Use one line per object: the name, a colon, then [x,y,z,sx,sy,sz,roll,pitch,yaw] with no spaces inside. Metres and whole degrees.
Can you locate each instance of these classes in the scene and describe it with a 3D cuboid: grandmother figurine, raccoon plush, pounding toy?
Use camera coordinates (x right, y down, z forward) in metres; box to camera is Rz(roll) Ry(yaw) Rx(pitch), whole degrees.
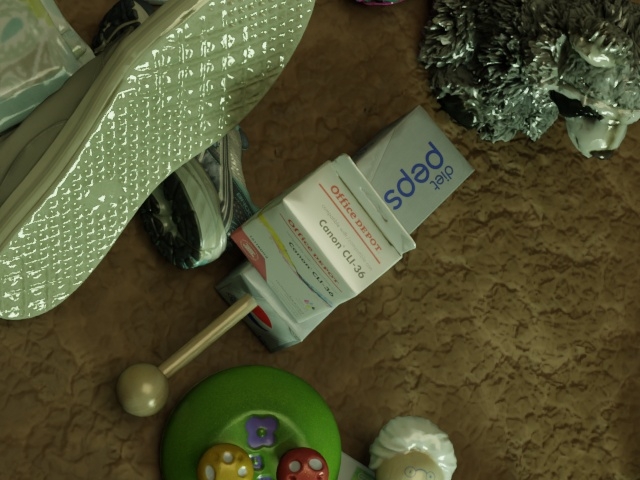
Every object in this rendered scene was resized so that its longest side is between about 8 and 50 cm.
grandmother figurine: [0.075,0.346,1.598,0.208,0.104,0.342,16,76,-28]
raccoon plush: [0.235,-0.297,1.711,0.216,0.299,0.446,-21,88,-25]
pounding toy: [-0.074,0.196,1.549,0.183,0.110,0.237,-32,100,-7]

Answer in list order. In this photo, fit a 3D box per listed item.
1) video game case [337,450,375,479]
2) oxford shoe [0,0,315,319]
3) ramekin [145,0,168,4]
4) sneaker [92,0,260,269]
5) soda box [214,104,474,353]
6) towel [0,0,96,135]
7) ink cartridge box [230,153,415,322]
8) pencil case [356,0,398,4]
video game case: [0.055,0.352,1.653,0.212,0.023,0.193,34,68,-14]
oxford shoe: [-0.187,-0.122,1.493,0.449,0.130,0.169,-46,141,8]
ramekin: [-0.162,-0.359,1.657,0.207,0.109,0.207,5,77,-22]
sneaker: [-0.145,-0.114,1.634,0.122,0.110,0.283,-17,88,-44]
soda box: [0.027,-0.014,1.677,0.286,0.091,0.098,-43,97,-24]
towel: [-0.436,-0.201,1.521,0.374,0.090,0.320,-31,90,-26]
ink cartridge box: [0.000,0.000,1.502,0.067,0.198,0.115,-40,93,-25]
pencil case: [0.049,-0.375,1.761,0.104,0.104,0.236,-16,84,-25]
